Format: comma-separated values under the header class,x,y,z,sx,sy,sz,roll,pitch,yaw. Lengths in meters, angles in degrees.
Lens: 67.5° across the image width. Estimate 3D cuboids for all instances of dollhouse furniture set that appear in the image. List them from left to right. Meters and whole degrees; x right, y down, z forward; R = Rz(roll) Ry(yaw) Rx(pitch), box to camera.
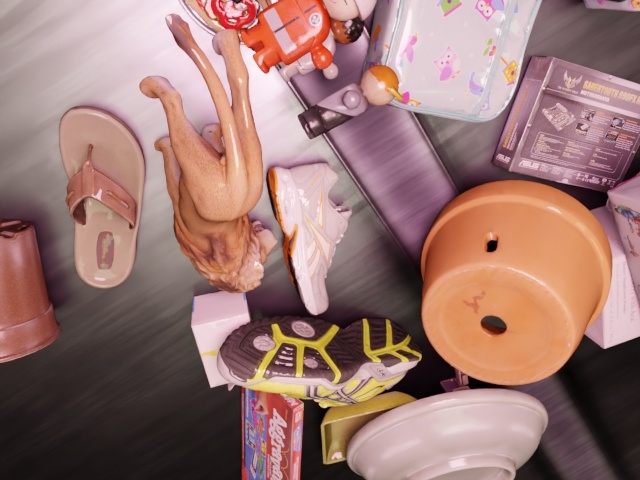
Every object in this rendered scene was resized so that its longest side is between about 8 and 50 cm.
class,x,y,z,sx,sy,sz,roll,pitch,yaw
dollhouse furniture set,0.293,0.269,0.937,0.091,0.114,0.081,-14,110,-4

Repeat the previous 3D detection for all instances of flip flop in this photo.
class,x,y,z,sx,sy,sz,roll,pitch,yaw
flip flop,-0.315,-0.049,0.684,0.113,0.080,0.276,5,111,-14

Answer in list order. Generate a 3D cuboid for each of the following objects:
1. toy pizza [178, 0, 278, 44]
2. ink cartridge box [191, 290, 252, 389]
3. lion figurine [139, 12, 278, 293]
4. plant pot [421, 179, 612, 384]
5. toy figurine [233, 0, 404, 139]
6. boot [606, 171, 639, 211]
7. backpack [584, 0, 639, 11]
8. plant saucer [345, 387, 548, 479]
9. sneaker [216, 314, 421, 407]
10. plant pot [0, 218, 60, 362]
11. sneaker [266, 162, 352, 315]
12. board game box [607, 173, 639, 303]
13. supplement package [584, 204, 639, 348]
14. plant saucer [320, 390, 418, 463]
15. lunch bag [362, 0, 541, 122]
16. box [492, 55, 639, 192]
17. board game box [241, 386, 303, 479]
class,x,y,z,sx,sy,sz,roll,pitch,yaw
toy pizza,-0.099,-0.363,0.627,0.202,0.032,0.201,-5,113,-10
ink cartridge box,-0.154,0.167,0.805,0.090,0.092,0.143,-13,116,-8
lion figurine,-0.131,-0.063,0.599,0.142,0.392,0.240,-16,81,-10
plant pot,0.278,0.078,0.730,0.291,0.203,0.290,13,122,23
toy figurine,-0.002,-0.253,0.573,0.148,0.212,0.209,-29,145,10
boot,0.593,-0.083,0.838,0.190,0.086,0.069,-29,130,-24
backpack,0.432,-0.415,0.649,0.145,0.165,0.188,32,106,-25
plant saucer,0.253,0.424,0.923,0.401,0.100,0.400,-5,135,-5
sneaker,0.006,0.220,0.792,0.385,0.145,0.147,11,117,-36
plant pot,-0.460,0.061,0.664,0.167,0.167,0.165,0,104,-13
sneaker,0.000,0.000,0.770,0.121,0.099,0.262,-16,116,-11
board game box,0.589,0.015,0.714,0.224,0.097,0.303,-28,107,-1
supplement package,0.580,0.036,0.866,0.293,0.175,0.177,-18,113,-5
plant saucer,0.090,0.362,0.944,0.189,0.045,0.188,-10,134,-8
lunch bag,0.193,-0.315,0.670,0.224,0.108,0.278,7,110,-15
box,0.428,-0.188,0.804,0.231,0.056,0.182,8,110,-17
board game box,-0.094,0.380,0.885,0.027,0.145,0.280,-19,121,-43
